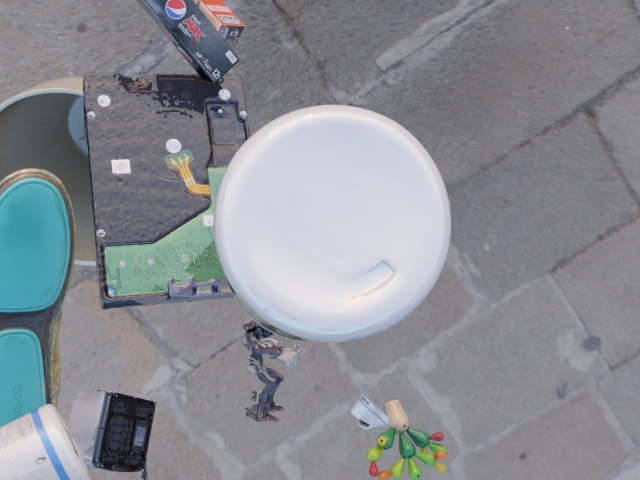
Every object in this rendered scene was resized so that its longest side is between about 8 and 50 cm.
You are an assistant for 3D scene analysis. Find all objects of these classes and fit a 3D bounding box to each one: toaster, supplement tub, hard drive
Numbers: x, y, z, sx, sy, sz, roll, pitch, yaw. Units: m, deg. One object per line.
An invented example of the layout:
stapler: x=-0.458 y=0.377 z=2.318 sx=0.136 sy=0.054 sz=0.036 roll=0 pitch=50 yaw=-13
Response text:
toaster: x=-0.458 y=0.427 z=1.599 sx=0.110 sy=0.168 sz=0.185 roll=-4 pitch=69 yaw=28
supplement tub: x=-0.227 y=0.171 z=0.519 sx=0.107 sy=0.071 sz=0.071 roll=-27 pitch=107 yaw=-21
hard drive: x=-0.211 y=-0.078 z=1.053 sx=0.237 sy=0.064 sz=0.338 roll=-5 pitch=74 yaw=-20
supplement tub: x=0.000 y=0.000 z=0.859 sx=0.241 sy=0.331 sz=0.240 roll=1 pitch=81 yaw=-6

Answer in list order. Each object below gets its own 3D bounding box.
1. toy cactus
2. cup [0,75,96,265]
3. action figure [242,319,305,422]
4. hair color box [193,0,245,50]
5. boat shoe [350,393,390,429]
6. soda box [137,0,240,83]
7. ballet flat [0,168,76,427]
toy cactus: x=0.187 y=0.442 z=1.626 sx=0.219 sy=0.180 sz=0.112 roll=-2 pitch=145 yaw=-23
cup: x=-0.396 y=-0.155 z=1.284 sx=0.331 sy=0.237 sz=0.331 roll=1 pitch=123 yaw=1
action figure: x=-0.108 y=0.264 z=1.665 sx=0.141 sy=0.164 sz=0.275 roll=2 pitch=95 yaw=13
hair color box: x=-0.201 y=-0.359 z=1.178 sx=0.167 sy=0.053 sz=0.093 roll=49 pitch=128 yaw=24
boat shoe: x=0.065 y=0.237 z=0.980 sx=0.035 sy=0.100 sz=0.035 roll=-45 pitch=60 yaw=-5
soda box: x=-0.190 y=-0.302 z=1.017 sx=0.053 sy=0.060 sz=0.169 roll=-45 pitch=122 yaw=-7
ballet flat: x=-0.365 y=0.081 z=0.876 sx=0.123 sy=0.123 sz=0.348 roll=6 pitch=100 yaw=-3
